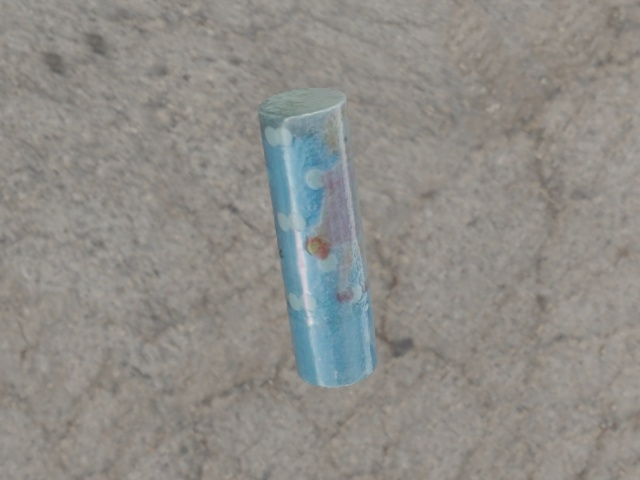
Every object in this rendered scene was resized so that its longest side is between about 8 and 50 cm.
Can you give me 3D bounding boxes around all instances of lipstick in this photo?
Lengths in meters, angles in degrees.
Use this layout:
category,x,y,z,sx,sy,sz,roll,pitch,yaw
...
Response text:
category,x,y,z,sx,sy,sz,roll,pitch,yaw
lipstick,0.000,0.000,0.580,0.048,0.048,0.157,-19,117,-22
